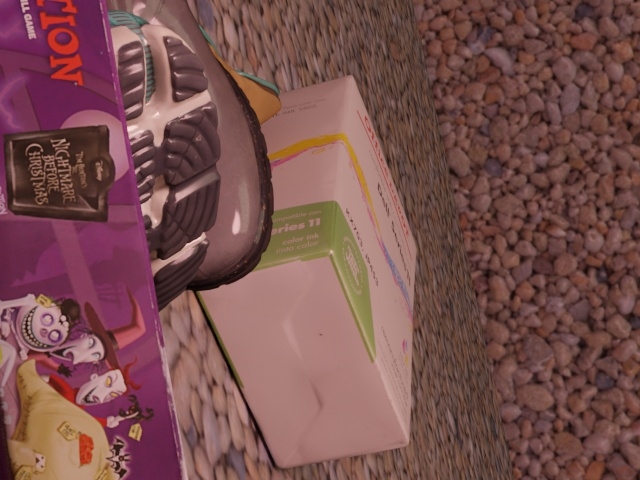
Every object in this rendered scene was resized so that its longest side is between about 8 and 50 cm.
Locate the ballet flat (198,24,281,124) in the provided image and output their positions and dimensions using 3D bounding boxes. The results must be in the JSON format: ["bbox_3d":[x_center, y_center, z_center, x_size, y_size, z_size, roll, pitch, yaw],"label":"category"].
[{"bbox_3d":[-0.095,-0.113,1.194,0.232,0.080,0.073,30,75,-69],"label":"ballet flat"}]

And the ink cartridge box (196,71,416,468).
[{"bbox_3d":[0.000,0.000,1.327,0.353,0.119,0.207,-84,156,-56],"label":"ink cartridge box"}]

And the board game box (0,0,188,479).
[{"bbox_3d":[-0.124,0.027,0.507,0.347,0.056,0.208,-31,-109,64],"label":"board game box"}]

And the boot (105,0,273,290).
[{"bbox_3d":[-0.147,-0.137,0.920,0.338,0.118,0.223,69,13,17],"label":"boot"}]

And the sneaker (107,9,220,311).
[{"bbox_3d":[-0.125,0.006,0.644,0.110,0.107,0.275,50,-41,21],"label":"sneaker"}]
